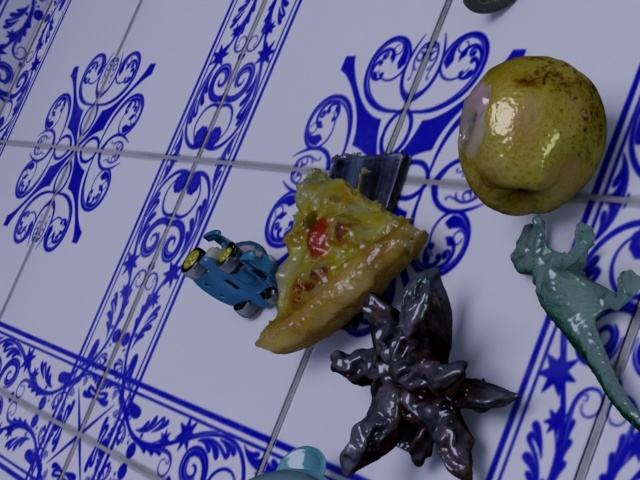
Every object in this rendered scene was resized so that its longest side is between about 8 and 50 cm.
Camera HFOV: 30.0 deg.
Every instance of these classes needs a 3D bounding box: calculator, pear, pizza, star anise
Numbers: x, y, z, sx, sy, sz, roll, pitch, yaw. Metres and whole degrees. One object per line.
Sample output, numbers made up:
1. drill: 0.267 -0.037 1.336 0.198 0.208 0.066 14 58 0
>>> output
1. calculator: 0.032 0.000 1.625 0.161 0.021 0.262 1 68 52
2. pear: 0.229 -0.112 1.324 0.178 0.178 0.178 -31 45 37
3. pizza: 0.000 0.000 1.574 0.280 0.075 0.287 -45 36 20
4. star anise: 0.103 0.149 1.346 0.212 0.129 0.283 -50 37 30

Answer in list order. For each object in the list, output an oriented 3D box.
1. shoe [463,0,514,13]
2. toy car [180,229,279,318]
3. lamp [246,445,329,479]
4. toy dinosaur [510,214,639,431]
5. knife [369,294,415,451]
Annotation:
1. shoe: 0.237 -0.381 1.586 0.169 0.071 0.099 -53 33 6
2. toy car: -0.107 0.030 1.686 0.161 0.126 0.098 -23 39 50
3. lamp: -0.068 0.384 1.379 0.284 0.147 0.209 -57 38 9
4. toy dinosaur: 0.280 0.063 1.204 0.383 0.076 0.129 -110 25 -54
5. knife: 0.094 0.159 1.440 0.060 0.028 0.230 -27 48 23
